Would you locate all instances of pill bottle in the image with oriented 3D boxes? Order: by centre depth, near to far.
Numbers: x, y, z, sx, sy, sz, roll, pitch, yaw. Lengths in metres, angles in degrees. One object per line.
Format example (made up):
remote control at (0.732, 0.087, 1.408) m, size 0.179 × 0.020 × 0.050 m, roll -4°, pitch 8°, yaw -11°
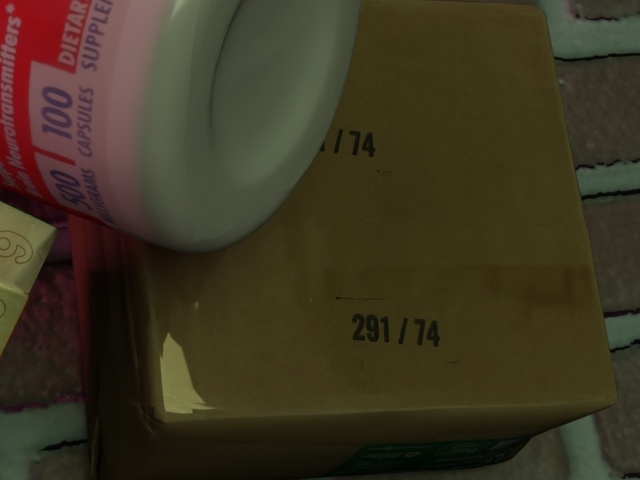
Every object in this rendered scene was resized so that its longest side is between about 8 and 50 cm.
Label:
pill bottle at (-0.200, -0.157, 1.106) m, size 0.408 × 0.229 × 0.229 m, roll 19°, pitch 60°, yaw 23°

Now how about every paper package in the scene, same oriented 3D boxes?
paper package at (0.000, 0.000, 1.294) m, size 0.325 × 0.168 × 0.309 m, roll -1°, pitch 72°, yaw -23°

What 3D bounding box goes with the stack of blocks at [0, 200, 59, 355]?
stack of blocks at (-0.264, 0.110, 1.144) m, size 0.087 × 0.171 × 0.297 m, roll 27°, pitch 82°, yaw -10°
